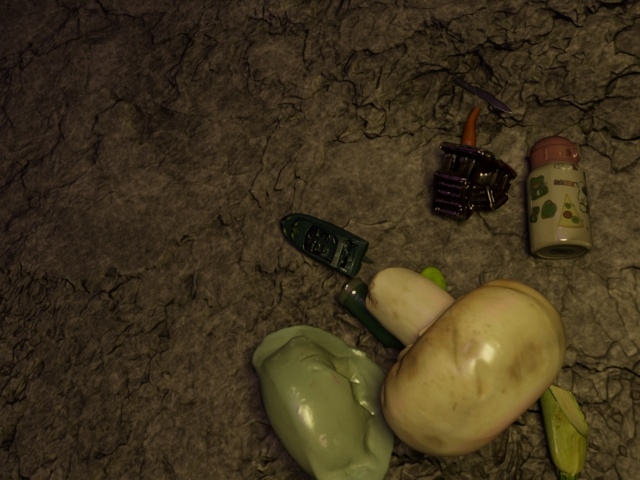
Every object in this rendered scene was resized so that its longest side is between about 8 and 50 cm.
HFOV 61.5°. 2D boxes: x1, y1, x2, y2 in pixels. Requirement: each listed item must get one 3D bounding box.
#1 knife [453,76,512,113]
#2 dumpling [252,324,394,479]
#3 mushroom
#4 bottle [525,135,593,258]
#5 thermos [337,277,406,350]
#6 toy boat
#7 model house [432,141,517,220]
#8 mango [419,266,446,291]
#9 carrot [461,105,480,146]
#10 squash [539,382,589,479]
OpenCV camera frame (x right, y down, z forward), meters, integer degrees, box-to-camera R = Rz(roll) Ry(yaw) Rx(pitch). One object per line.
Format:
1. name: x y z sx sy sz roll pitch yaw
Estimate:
1. knife: 0.391 -0.350 1.294 0.170 0.010 0.023 42 93 23
2. dumpling: -0.009 0.331 1.090 0.212 0.270 0.320 -24 89 32
3. mushroom: 0.266 0.214 0.989 0.325 0.353 0.353 13 70 -24
4. bottle: 0.488 -0.095 1.113 0.121 0.120 0.253 -2 72 17
5. thermos: 0.129 0.165 1.164 0.083 0.073 0.188 -37 64 -21
6. toy boat: 0.000 0.000 1.247 0.246 0.103 0.092 27 105 28
7. model house: 0.327 -0.116 1.178 0.165 0.106 0.152 16 75 26
8. mango: 0.232 0.107 1.157 0.074 0.056 0.108 7 71 14
9. carrot: 0.352 -0.257 1.262 0.035 0.035 0.142 8 69 20
10. squash: 0.455 0.361 0.990 0.075 0.090 0.200 -12 74 23
